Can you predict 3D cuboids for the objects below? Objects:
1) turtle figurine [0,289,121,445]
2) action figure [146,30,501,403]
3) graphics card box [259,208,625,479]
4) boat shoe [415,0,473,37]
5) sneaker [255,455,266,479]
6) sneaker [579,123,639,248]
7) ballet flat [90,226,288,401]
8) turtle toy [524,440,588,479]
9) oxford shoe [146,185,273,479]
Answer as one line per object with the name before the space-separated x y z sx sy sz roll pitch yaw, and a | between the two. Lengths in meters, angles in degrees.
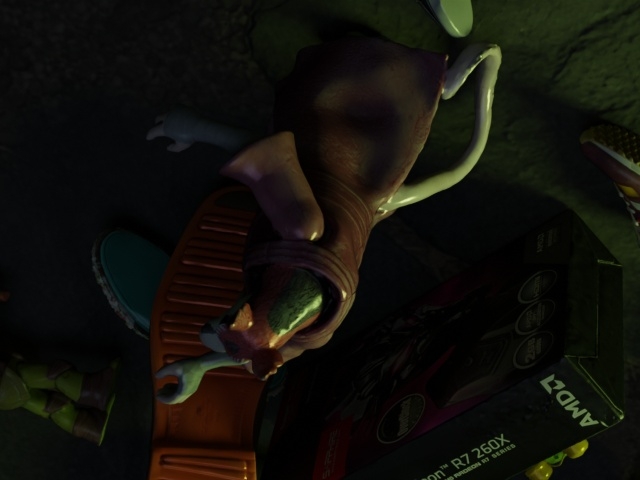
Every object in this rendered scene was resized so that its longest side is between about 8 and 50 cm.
turtle figurine | -0.318 0.131 1.655 0.217 0.087 0.269 15 125 0
action figure | 0.000 0.000 1.334 0.276 0.370 0.248 4 125 7
graphics card box | 0.108 0.146 1.500 0.371 0.233 0.094 -31 113 28
boat shoe | 0.083 -0.231 1.363 0.040 0.049 0.142 -11 122 39
sneaker | -0.041 0.363 1.752 0.147 0.104 0.295 8 121 11
sneaker | 0.296 -0.029 1.445 0.185 0.069 0.084 31 119 -10
ballet flat | -0.138 0.082 1.598 0.241 0.091 0.077 41 154 -12
turtle toy | 0.227 0.172 1.596 0.130 0.066 0.095 -42 85 28
oxford shoe | -0.106 0.129 1.515 0.130 0.363 0.133 12 167 -6
